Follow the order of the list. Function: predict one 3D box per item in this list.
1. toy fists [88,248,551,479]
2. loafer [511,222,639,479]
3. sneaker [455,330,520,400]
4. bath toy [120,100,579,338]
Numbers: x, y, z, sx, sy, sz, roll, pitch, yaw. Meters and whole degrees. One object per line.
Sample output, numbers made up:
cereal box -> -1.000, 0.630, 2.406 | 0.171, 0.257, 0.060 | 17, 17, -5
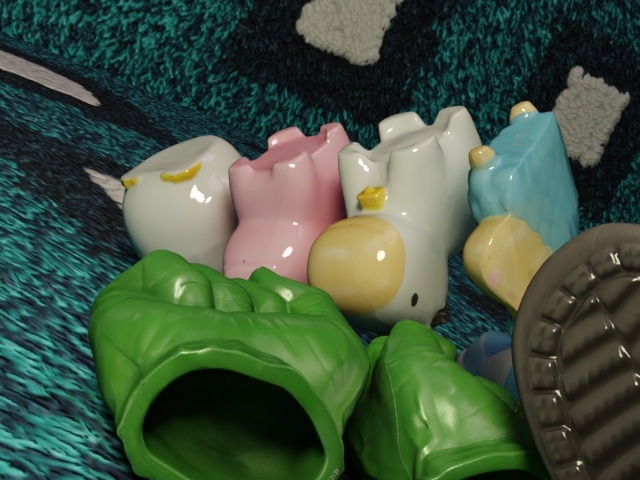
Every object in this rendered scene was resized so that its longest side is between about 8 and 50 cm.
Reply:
toy fists -> 0.014, 0.085, 0.611 | 0.279, 0.096, 0.142 | 21, 8, -21
loafer -> 0.229, 0.146, 0.565 | 0.366, 0.134, 0.130 | 51, 13, 5
sneaker -> 0.206, 0.079, 0.823 | 0.127, 0.208, 0.319 | 21, 9, -20
bath toy -> 0.000, 0.000, 0.780 | 0.348, 0.129, 0.151 | 1, 30, 43
